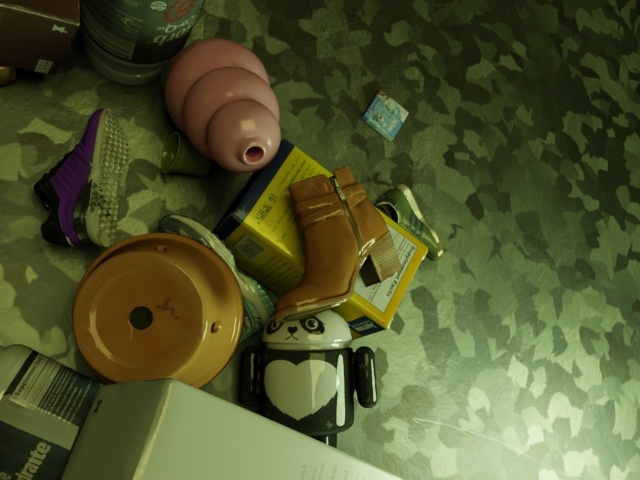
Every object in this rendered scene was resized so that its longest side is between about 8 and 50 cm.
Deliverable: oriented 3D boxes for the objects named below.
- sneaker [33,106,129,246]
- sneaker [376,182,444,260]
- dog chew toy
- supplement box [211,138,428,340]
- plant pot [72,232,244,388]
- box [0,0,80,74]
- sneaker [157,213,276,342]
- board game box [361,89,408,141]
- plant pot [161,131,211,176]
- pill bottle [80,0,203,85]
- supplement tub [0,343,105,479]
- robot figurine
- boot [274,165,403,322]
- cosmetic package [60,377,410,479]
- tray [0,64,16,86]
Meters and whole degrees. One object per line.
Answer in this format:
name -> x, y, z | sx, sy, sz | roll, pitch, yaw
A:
sneaker -> -0.436, -0.118, 1.185 | 0.146, 0.102, 0.293 | -6, 58, 6
sneaker -> 0.191, -0.027, 1.473 | 0.086, 0.064, 0.192 | -28, 87, -21
dog chew toy -> -0.169, -0.238, 1.226 | 0.206, 0.207, 0.332 | -2, 36, -25
supplement box -> -0.009, 0.011, 1.290 | 0.356, 0.195, 0.194 | 37, 63, -10
plant pot -> -0.274, 0.122, 1.077 | 0.290, 0.203, 0.291 | 0, 85, -3
box -> -0.514, -0.424, 1.126 | 0.167, 0.168, 0.203 | 5, 68, -35
sneaker -> -0.210, 0.073, 1.230 | 0.283, 0.110, 0.122 | 47, 65, -5
board game box -> 0.151, -0.293, 1.553 | 0.090, 0.020, 0.090 | 37, 63, -12
plant pot -> -0.258, -0.160, 1.299 | 0.079, 0.083, 0.083 | 15, 68, -34
pill bottle -> -0.320, -0.440, 1.184 | 0.210, 0.363, 0.210 | 7, 72, -22
supplement tub -> -0.437, 0.278, 1.014 | 0.272, 0.191, 0.191 | 31, 64, -14
robot figurine -> -0.024, 0.256, 1.209 | 0.209, 0.173, 0.278 | 2, 84, -27
boot -> 0.000, 0.000, 1.122 | 0.283, 0.109, 0.220 | -25, 87, -30
cosmetic package -> -0.106, 0.357, 0.962 | 0.453, 0.230, 0.161 | 33, 59, -29
tray -> -0.718, -0.452, 1.171 | 0.202, 0.076, 0.411 | -22, 85, -29
